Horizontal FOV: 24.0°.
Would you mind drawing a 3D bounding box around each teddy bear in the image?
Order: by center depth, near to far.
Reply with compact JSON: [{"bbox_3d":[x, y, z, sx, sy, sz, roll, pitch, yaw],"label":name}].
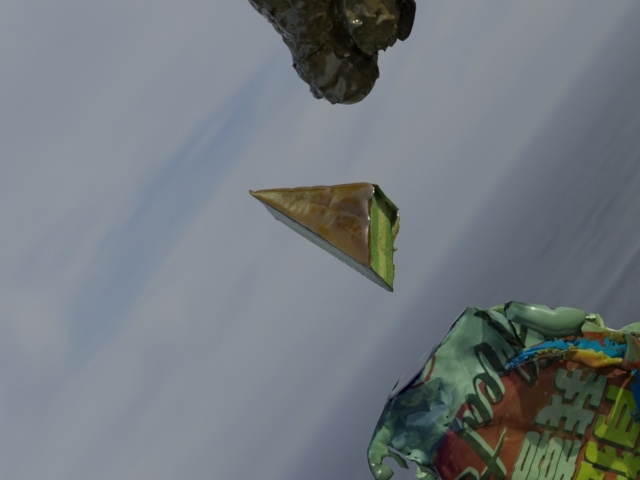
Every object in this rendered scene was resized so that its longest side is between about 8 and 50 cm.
[{"bbox_3d":[0.030,-0.299,1.438,0.256,0.267,0.156,-35,-17,12],"label":"teddy bear"}]

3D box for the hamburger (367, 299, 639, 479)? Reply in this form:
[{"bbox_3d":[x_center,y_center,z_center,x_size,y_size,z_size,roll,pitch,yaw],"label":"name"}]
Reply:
[{"bbox_3d":[0.187,0.147,1.331,0.260,0.276,0.150,-41,21,11],"label":"hamburger"}]

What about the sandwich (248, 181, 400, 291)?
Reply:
[{"bbox_3d":[0.000,0.000,1.240,0.074,0.116,0.074,43,-132,-61],"label":"sandwich"}]
